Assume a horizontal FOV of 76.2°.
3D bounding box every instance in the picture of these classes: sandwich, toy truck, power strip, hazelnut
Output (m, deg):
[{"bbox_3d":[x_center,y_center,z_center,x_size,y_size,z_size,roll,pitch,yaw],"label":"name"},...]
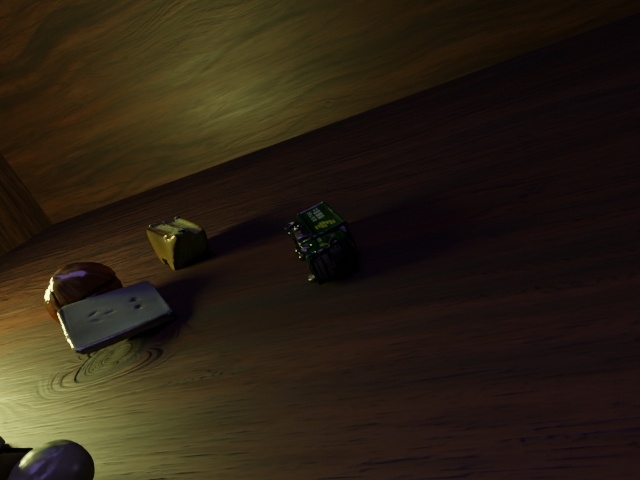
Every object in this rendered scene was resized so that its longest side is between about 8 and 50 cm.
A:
[{"bbox_3d":[-0.409,0.006,1.196,0.122,0.128,0.235,-32,26,-27],"label":"sandwich"},{"bbox_3d":[0.000,0.000,0.884,0.121,0.088,0.259,-25,23,-5],"label":"toy truck"},{"bbox_3d":[-0.458,0.183,0.926,0.213,0.065,0.198,-20,33,-32],"label":"power strip"},{"bbox_3d":[-0.599,0.130,1.043,0.182,0.182,0.182,-19,24,9],"label":"hazelnut"}]

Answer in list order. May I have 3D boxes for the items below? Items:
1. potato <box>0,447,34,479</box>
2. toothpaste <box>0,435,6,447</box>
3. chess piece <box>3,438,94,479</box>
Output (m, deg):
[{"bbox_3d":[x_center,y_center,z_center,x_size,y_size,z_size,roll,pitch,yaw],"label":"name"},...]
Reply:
[{"bbox_3d":[-0.494,0.351,0.553,0.202,0.182,0.117,-11,60,9],"label":"potato"},{"bbox_3d":[-0.609,0.399,0.664,0.043,0.037,0.178,-16,25,19],"label":"toothpaste"},{"bbox_3d":[-0.383,0.345,0.474,0.133,0.133,0.243,-9,23,29],"label":"chess piece"}]
